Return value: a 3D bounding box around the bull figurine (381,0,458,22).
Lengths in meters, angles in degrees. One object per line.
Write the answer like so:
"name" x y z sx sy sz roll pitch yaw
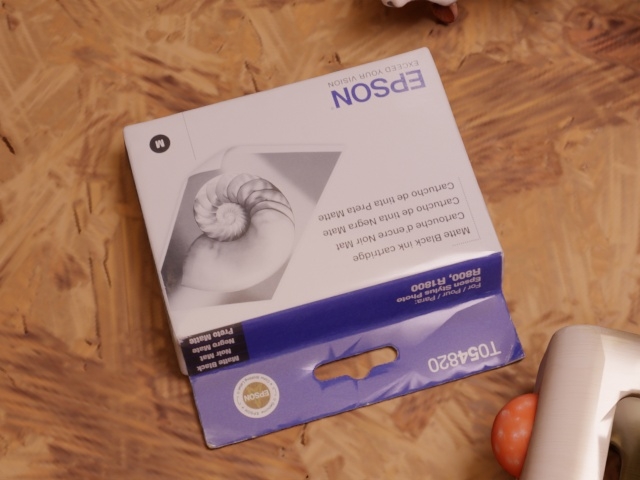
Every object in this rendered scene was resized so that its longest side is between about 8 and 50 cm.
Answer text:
"bull figurine" 0.046 -0.296 1.094 0.188 0.101 0.310 13 68 4

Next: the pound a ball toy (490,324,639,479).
"pound a ball toy" 0.152 0.161 0.851 0.135 0.208 0.319 12 69 6

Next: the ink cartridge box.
"ink cartridge box" 0.000 0.000 1.006 0.223 0.045 0.224 -16 69 -6
